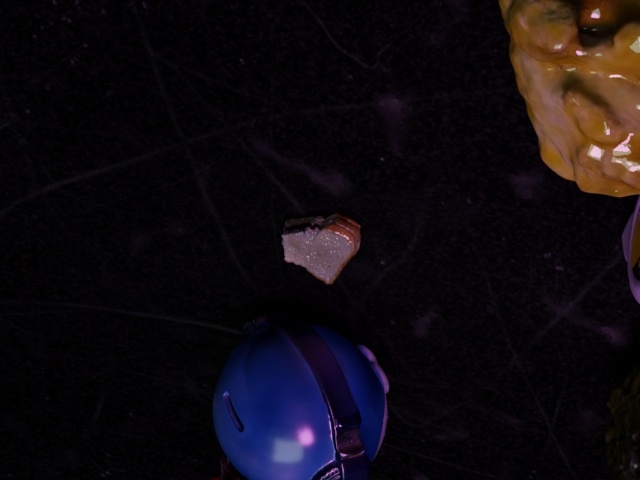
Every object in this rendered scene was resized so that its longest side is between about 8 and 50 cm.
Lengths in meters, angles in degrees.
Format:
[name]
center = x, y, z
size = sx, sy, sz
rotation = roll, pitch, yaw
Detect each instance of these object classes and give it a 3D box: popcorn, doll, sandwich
[popcorn]
center = 0.308, -0.185, 1.512
size = 0.250, 0.235, 0.242
rotation = -25, 139, -7
[doll]
center = -0.031, 0.245, 2.101
size = 0.240, 0.284, 0.310
rotation = -11, 145, -29
[sandwich]
center = 0.000, 0.000, 1.972
size = 0.093, 0.036, 0.105
rotation = 31, 138, -10

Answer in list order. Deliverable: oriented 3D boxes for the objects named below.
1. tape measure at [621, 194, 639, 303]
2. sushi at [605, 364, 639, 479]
[tape measure]
center = 0.393, 0.000, 1.693
size = 0.105, 0.178, 0.196
rotation = 11, 141, -6
[sushi]
center = 0.500, 0.226, 1.850
size = 0.294, 0.178, 0.352
rotation = 7, 149, -7
